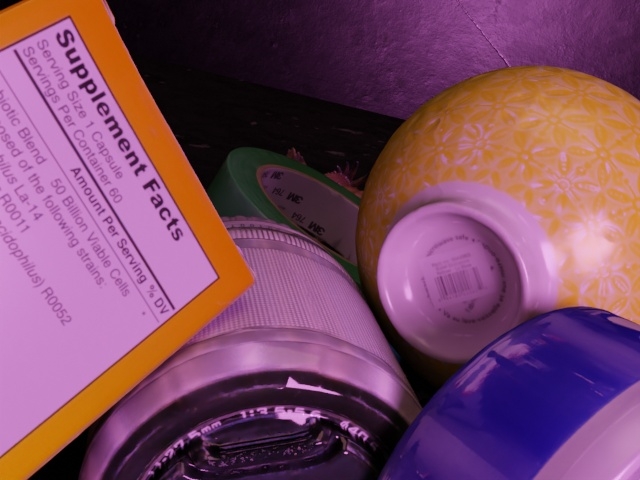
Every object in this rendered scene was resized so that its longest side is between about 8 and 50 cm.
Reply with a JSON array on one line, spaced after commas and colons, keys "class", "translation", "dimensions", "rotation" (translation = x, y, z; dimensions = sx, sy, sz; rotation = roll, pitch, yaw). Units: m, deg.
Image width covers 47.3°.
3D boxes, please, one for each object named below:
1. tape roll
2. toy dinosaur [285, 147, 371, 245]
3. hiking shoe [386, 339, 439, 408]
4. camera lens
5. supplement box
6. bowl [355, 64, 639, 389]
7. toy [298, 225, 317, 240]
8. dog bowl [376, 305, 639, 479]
[{"class": "tape roll", "translation": [0.000, 0.000, 0.962], "dimensions": [0.321, 0.077, 0.321], "rotation": [31, 19, -12]}, {"class": "toy dinosaur", "translation": [0.051, -0.056, 1.255], "dimensions": [0.200, 0.127, 0.295], "rotation": [3, 26, -46]}, {"class": "hiking shoe", "translation": [0.127, 0.131, 0.779], "dimensions": [0.132, 0.113, 0.304], "rotation": [25, 21, 33]}, {"class": "camera lens", "translation": [-0.051, 0.118, 0.532], "dimensions": [0.219, 0.219, 0.274], "rotation": [8, 20, -14]}, {"class": "supplement box", "translation": [-0.247, 0.040, 0.375], "dimensions": [0.356, 0.194, 0.195], "rotation": [-40, 28, -31]}, {"class": "bowl", "translation": [0.130, 0.015, 0.559], "dimensions": [0.289, 0.289, 0.156], "rotation": [25, 25, 29]}, {"class": "toy", "translation": [-0.060, 0.034, 1.012], "dimensions": [0.137, 0.056, 0.237], "rotation": [13, 22, -23]}, {"class": "dog bowl", "translation": [0.150, 0.177, 0.434], "dimensions": [0.265, 0.265, 0.104], "rotation": [-1, 22, -36]}]
